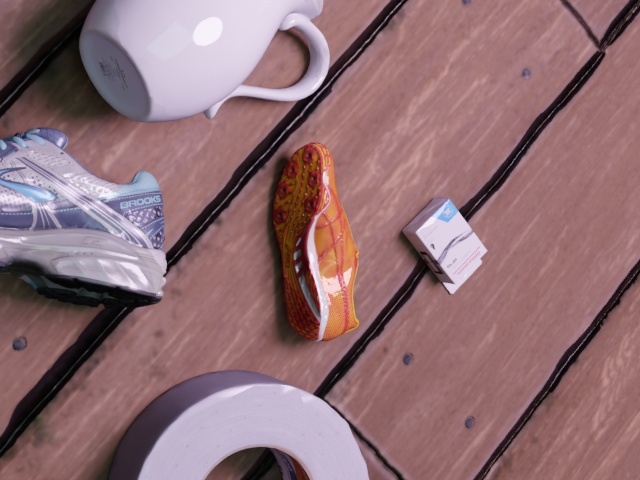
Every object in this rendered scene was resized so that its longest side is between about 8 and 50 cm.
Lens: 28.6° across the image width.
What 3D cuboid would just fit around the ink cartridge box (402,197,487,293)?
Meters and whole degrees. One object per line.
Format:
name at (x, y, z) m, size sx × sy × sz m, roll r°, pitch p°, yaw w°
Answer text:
ink cartridge box at (0.121, 0.007, 1.174) m, size 0.048 × 0.028 × 0.083 m, roll -45°, pitch 111°, yaw -16°

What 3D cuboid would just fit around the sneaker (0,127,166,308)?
sneaker at (-0.251, -0.031, 0.970) m, size 0.283 × 0.110 × 0.122 m, roll 16°, pitch 69°, yaw -28°

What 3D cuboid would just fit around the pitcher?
pitcher at (-0.081, -0.163, 1.027) m, size 0.207 × 0.125 × 0.177 m, roll -40°, pitch 124°, yaw -30°

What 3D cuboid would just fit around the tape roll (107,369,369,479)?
tape roll at (-0.069, 0.224, 1.075) m, size 0.219 × 0.072 × 0.219 m, roll -2°, pitch 94°, yaw -25°

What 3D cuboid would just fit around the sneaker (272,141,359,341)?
sneaker at (0.000, 0.000, 1.109) m, size 0.067 × 0.064 × 0.175 m, roll -12°, pitch 104°, yaw -44°
